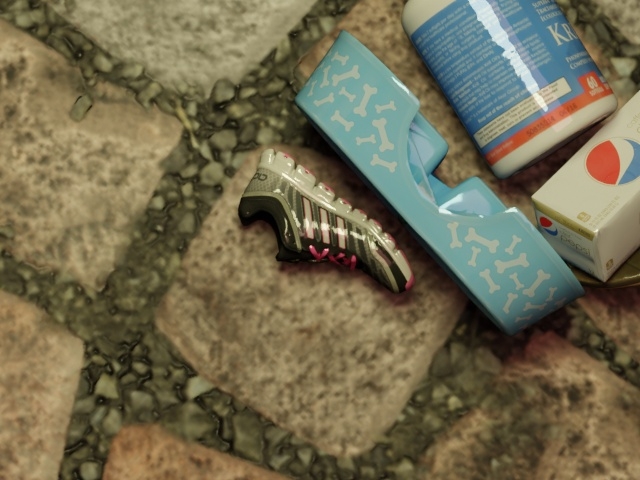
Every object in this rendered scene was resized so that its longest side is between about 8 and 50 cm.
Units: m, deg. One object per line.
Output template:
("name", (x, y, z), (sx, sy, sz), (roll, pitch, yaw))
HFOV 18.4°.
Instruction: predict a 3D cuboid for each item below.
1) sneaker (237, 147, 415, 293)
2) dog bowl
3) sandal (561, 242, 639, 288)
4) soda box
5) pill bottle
("sneaker", (0.000, 0.000, 1.664), (0.170, 0.063, 0.075), (38, 78, 5))
("dog bowl", (0.092, -0.042, 1.637), (0.074, 0.166, 0.297), (-42, 88, 0))
("sandal", (0.309, -0.001, 1.702), (0.219, 0.060, 0.090), (-19, 47, -10))
("soda box", (0.277, -0.068, 1.676), (0.074, 0.069, 0.216), (32, 65, 35))
("pill bottle", (0.146, -0.174, 1.678), (0.124, 0.124, 0.221), (-31, 86, -11))
